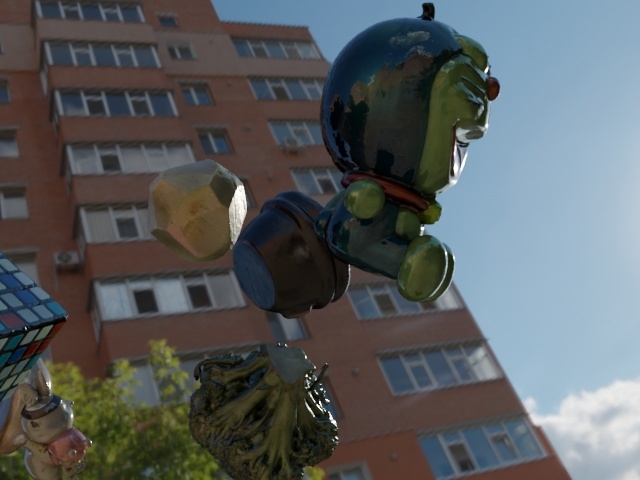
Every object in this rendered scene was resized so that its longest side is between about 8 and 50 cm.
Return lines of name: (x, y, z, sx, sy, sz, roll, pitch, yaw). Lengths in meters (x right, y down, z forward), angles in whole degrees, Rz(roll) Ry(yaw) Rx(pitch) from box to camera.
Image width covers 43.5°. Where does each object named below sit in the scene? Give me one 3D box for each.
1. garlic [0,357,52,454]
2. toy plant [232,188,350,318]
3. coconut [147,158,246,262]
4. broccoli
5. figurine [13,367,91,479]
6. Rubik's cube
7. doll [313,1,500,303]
garlic: (-0.630, 0.344, 1.713, 0.110, 0.228, 0.217, 17, -11, -24)
toy plant: (0.000, 0.000, 1.157, 0.235, 0.175, 0.218, -29, -1, -29)
coconut: (-0.277, -0.075, 1.776, 0.236, 0.197, 0.237, -7, -59, -12)
broccoli: (-0.092, 0.324, 1.583, 0.303, 0.321, 0.283, -20, -31, -40)
figurine: (-0.316, 0.230, 0.978, 0.098, 0.081, 0.146, 18, -53, 6)
Rubik's cube: (-0.514, 0.131, 1.152, 0.182, 0.184, 0.187, -53, -10, 13)
doll: (0.085, -0.101, 0.868, 0.186, 0.322, 0.198, 12, -6, 15)
